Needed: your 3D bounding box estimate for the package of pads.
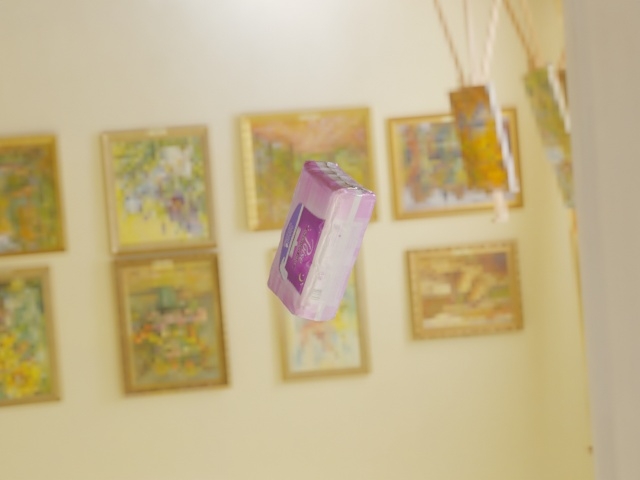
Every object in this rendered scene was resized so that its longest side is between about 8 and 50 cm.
[{"bbox_3d":[0.000,0.000,0.778,0.032,0.083,0.050,9,-162,-28],"label":"package of pads"}]
